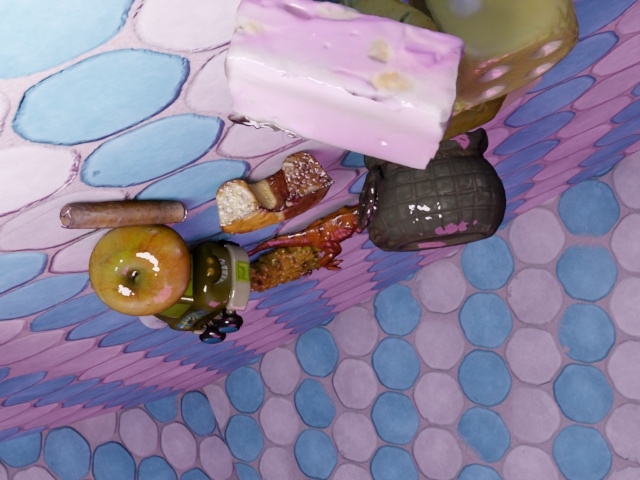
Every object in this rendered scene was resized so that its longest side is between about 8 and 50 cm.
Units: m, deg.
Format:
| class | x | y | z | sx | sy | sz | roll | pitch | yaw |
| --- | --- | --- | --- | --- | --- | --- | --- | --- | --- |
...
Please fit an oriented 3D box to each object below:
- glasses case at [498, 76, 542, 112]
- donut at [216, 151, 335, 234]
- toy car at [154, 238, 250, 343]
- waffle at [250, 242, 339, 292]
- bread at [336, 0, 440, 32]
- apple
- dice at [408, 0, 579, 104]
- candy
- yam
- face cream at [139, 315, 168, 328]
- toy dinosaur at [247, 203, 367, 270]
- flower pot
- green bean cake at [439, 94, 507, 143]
| class | x | y | z | sx | sy | sz | roll | pitch | yaw |
| --- | --- | --- | --- | --- | --- | --- | --- | --- | --- |
| glasses case | 0.328 | -0.278 | 1.677 | 0.083 | 0.050 | 0.196 | -1 | 155 | -43 |
| donut | -0.093 | -0.084 | 1.631 | 0.217 | 0.085 | 0.141 | -21 | 168 | -9 |
| toy car | -0.278 | 0.102 | 1.902 | 0.198 | 0.204 | 0.248 | 11 | 152 | -30 |
| waffle | -0.083 | 0.066 | 2.322 | 0.260 | 0.069 | 0.293 | -22 | 166 | -17 |
| bread | 0.081 | -0.250 | 1.103 | 0.064 | 0.156 | 0.117 | -52 | 152 | -16 |
| apple | -0.316 | 0.047 | 1.568 | 0.182 | 0.182 | 0.155 | -26 | -171 | 9 |
| dice | 0.222 | -0.291 | 1.161 | 0.169 | 0.169 | 0.166 | -24 | 168 | 1 |
| candy | 0.025 | -0.185 | 1.026 | 0.265 | 0.116 | 0.155 | 16 | 158 | 5 |
| yam | -0.320 | -0.044 | 1.460 | 0.046 | 0.046 | 0.264 | -32 | 165 | 31 |
| face cream | -0.377 | 0.155 | 2.084 | 0.091 | 0.091 | 0.095 | -11 | 155 | -46 |
| toy dinosaur | 0.000 | 0.000 | 2.138 | 0.432 | 0.097 | 0.208 | -28 | 154 | 2 |
| flower pot | 0.209 | -0.095 | 1.772 | 0.302 | 0.213 | 0.302 | -7 | 172 | -1 |
| green bean cake | 0.184 | -0.240 | 1.409 | 0.236 | 0.124 | 0.233 | -23 | 167 | -2 |
